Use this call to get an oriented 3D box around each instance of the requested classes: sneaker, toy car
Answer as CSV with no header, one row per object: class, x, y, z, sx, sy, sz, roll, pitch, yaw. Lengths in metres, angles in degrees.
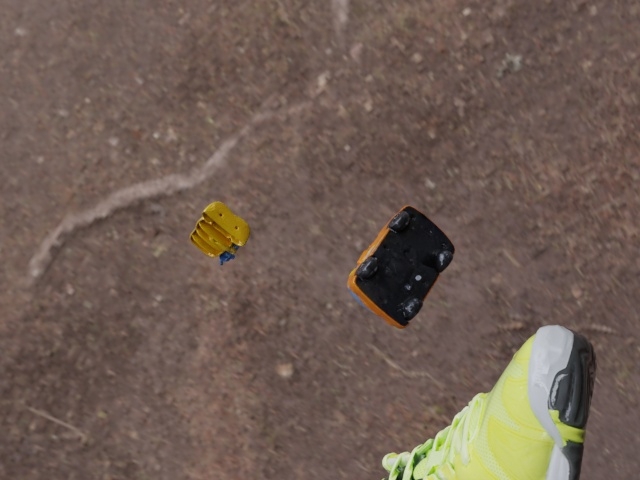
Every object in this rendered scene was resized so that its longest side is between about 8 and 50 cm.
sneaker,0.116,0.214,1.011,0.147,0.385,0.145,20,39,6
toy car,0.000,0.000,0.568,0.040,0.122,0.060,-37,32,56
